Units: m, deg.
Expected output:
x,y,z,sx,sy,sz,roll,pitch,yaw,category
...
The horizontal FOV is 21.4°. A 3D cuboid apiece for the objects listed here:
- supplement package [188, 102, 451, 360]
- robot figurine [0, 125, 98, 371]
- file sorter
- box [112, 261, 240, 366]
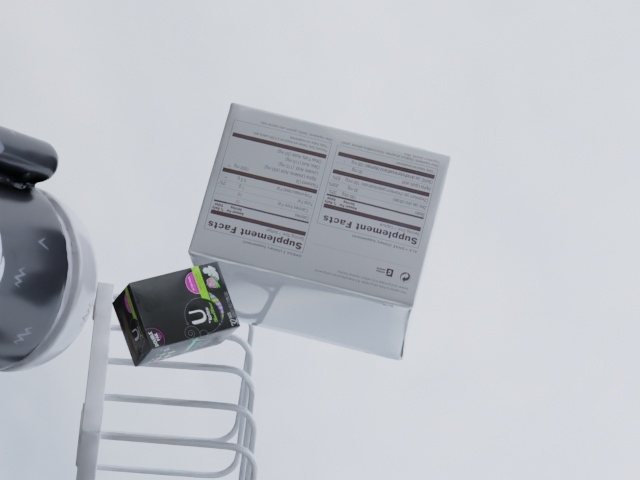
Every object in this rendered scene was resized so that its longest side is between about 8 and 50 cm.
x,y,z,sx,sy,sz,roll,pitch,yaw,category
0.000,0.000,1.579,0.262,0.204,0.145,89,15,-75,supplement package
-0.313,0.020,1.407,0.209,0.278,0.173,-26,-112,29,robot figurine
-0.156,0.199,1.689,0.277,0.173,0.192,-97,-166,-62,file sorter
-0.120,0.061,1.409,0.052,0.083,0.062,-44,-117,59,box
